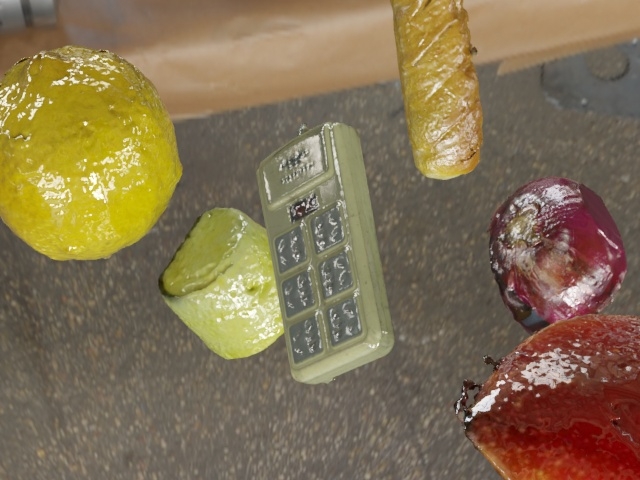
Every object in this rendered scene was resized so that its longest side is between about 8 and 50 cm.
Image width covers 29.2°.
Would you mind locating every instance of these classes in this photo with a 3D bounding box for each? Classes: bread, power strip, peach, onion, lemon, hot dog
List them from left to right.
[{"bbox_3d":[-0.233,-0.083,1.189,0.192,0.231,0.192,-8,35,5],"label":"lemon"},{"bbox_3d":[-0.077,0.042,1.175,0.111,0.114,0.129,5,60,50],"label":"bread"},{"bbox_3d":[0.000,0.000,0.759,0.028,0.076,0.169,16,55,-45],"label":"power strip"},{"bbox_3d":[0.109,-0.201,1.214,0.087,0.061,0.286,-16,100,-9],"label":"hot dog"},{"bbox_3d":[0.314,0.028,1.516,0.218,0.140,0.195,32,36,-36],"label":"onion"},{"bbox_3d":[0.202,0.114,0.675,0.279,0.068,0.189,17,50,-28],"label":"peach"}]
